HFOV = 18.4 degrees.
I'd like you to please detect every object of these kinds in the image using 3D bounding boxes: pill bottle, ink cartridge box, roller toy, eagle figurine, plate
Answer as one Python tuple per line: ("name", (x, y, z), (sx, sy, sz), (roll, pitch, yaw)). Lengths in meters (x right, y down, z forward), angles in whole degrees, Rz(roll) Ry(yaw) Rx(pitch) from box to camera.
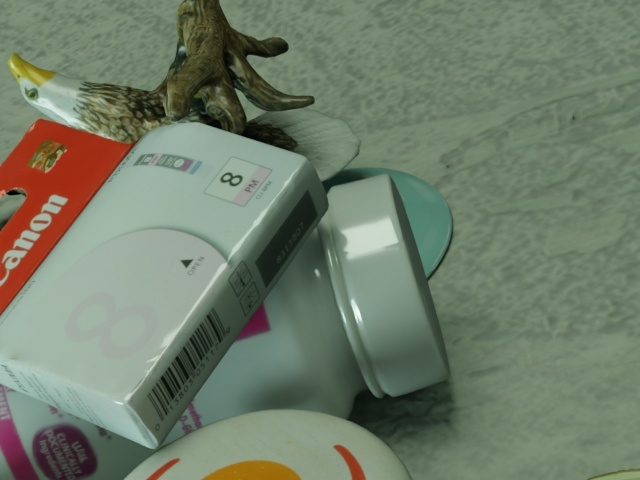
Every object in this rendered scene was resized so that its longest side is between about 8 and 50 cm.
("pill bottle", (-0.073, 0.061, 1.233), (0.283, 0.160, 0.160), (-17, 35, 6))
("ink cartridge box", (-0.139, 0.004, 1.161), (0.232, 0.066, 0.189), (20, 61, 28))
("roller toy", (-0.027, 0.189, 1.054), (0.191, 0.146, 0.209), (-7, 37, 19))
("eagle figurine", (-0.146, -0.048, 1.421), (0.226, 0.298, 0.225), (-12, 57, -52))
("plate", (0.000, 0.000, 1.398), (0.188, 0.024, 0.188), (-15, 35, 10))

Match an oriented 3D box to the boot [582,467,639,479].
("boot", (0.190, 0.190, 1.004), (0.213, 0.077, 0.165), (-20, 36, -7))
